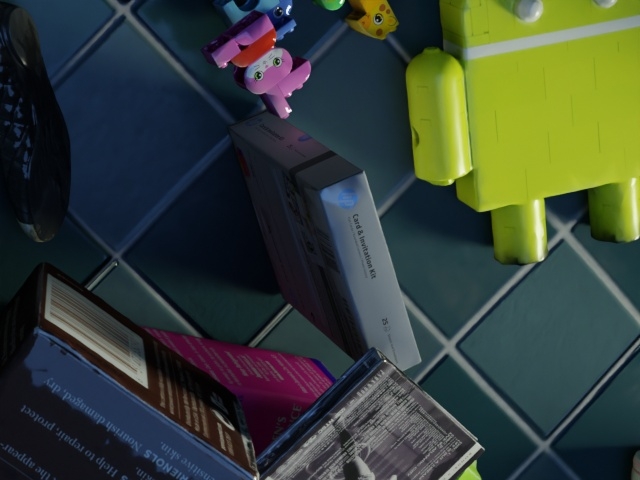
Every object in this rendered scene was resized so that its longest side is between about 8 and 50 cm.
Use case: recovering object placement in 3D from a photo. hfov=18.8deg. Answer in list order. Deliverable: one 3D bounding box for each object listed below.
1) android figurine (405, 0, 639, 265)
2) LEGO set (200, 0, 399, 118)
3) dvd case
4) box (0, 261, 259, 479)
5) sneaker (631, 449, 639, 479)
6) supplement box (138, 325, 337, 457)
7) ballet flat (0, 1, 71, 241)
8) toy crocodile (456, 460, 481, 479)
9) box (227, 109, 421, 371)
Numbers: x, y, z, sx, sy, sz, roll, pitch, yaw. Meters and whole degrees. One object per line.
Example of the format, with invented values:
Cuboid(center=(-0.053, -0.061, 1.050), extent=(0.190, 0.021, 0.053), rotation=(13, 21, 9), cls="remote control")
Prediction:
Cuboid(center=(0.179, -0.121, 1.438), extent=(0.248, 0.056, 0.273), rotation=(-11, 111, -17), cls="android figurine")
Cuboid(center=(0.017, -0.165, 1.349), extent=(0.227, 0.087, 0.093), rotation=(-38, 118, -13), cls="LEGO set")
Cuboid(center=(0.018, 0.165, 1.317), extent=(0.164, 0.018, 0.221), rotation=(-44, 149, 1), cls="dvd case")
Cuboid(center=(-0.168, 0.154, 1.209), extent=(0.167, 0.168, 0.203), rotation=(36, 97, -14), cls="box")
Cuboid(center=(0.315, 0.208, 1.590), extent=(0.134, 0.051, 0.070), rotation=(1, 107, -17), cls="sneaker")
Cuboid(center=(-0.097, 0.134, 1.381), extent=(0.220, 0.114, 0.111), rotation=(12, 102, -21), cls="supplement box")
Cuboid(center=(-0.207, -0.081, 1.318), extent=(0.057, 0.049, 0.173), rotation=(-42, 128, -55), cls="ballet flat")
Cuboid(center=(0.002, 0.283, 1.473), extent=(0.340, 0.105, 0.115), rotation=(-53, 157, 0), cls="toy crocodile")
Cuboid(center=(0.000, 0.000, 1.333), extent=(0.038, 0.186, 0.145), rotation=(-23, 112, -15), cls="box")
